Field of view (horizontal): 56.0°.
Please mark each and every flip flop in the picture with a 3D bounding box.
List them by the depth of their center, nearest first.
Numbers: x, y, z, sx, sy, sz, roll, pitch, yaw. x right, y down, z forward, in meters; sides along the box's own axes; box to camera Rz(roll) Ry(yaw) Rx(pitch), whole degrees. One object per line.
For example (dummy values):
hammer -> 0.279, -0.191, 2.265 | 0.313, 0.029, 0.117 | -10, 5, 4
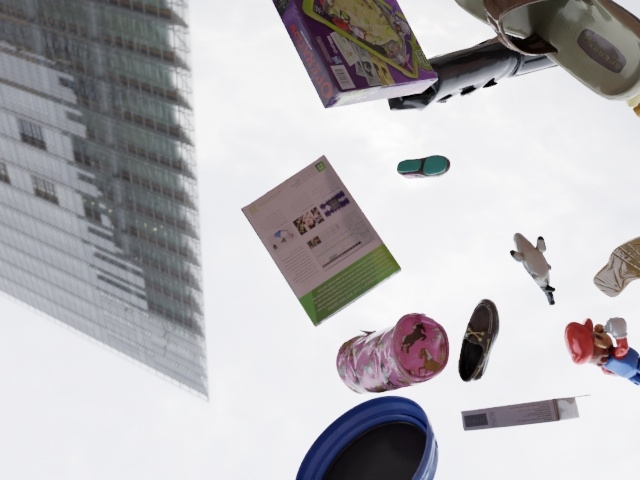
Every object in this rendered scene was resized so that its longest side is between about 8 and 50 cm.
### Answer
flip flop -> 0.251, -0.252, 0.688 | 0.080, 0.112, 0.277 | -27, -117, -30

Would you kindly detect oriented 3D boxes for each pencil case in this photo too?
pencil case -> 0.171, 0.288, 1.505 | 0.160, 0.386, 0.167 | -21, -98, -24

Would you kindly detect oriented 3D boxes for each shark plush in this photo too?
shark plush -> 0.450, 0.054, 1.239 | 0.073, 0.067, 0.161 | -39, -91, 2

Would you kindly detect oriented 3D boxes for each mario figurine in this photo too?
mario figurine -> 0.869, 0.315, 1.751 | 0.320, 0.198, 0.170 | 27, -161, 10

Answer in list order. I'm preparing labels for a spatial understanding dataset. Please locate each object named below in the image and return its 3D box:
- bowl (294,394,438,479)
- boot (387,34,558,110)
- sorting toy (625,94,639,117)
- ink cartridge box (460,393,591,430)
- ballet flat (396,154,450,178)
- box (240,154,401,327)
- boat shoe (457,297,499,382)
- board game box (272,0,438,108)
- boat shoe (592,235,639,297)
bowl -> 0.111, 0.548, 1.453 | 0.391, 0.077, 0.391 | -33, -161, 13
boot -> 0.413, -0.441, 1.431 | 0.444, 0.146, 0.367 | -19, 179, -28
sorting toy -> 0.643, -0.332, 1.006 | 0.229, 0.307, 0.041 | 10, -127, -41
ink cartridge box -> 0.557, 0.463, 1.618 | 0.238, 0.275, 0.060 | 12, -116, -44
ballet flat -> 0.346, -0.230, 1.943 | 0.079, 0.077, 0.221 | 26, 165, -38
box -> 0.000, 0.000, 1.359 | 0.232, 0.058, 0.322 | -33, -103, 0
boat shoe -> 0.417, 0.267, 1.594 | 0.081, 0.228, 0.068 | 15, -167, 36
board game box -> 0.018, -0.361, 0.869 | 0.208, 0.056, 0.347 | -19, -100, -34
boat shoe -> 0.760, 0.044, 1.459 | 0.096, 0.277, 0.098 | -37, -107, -18
